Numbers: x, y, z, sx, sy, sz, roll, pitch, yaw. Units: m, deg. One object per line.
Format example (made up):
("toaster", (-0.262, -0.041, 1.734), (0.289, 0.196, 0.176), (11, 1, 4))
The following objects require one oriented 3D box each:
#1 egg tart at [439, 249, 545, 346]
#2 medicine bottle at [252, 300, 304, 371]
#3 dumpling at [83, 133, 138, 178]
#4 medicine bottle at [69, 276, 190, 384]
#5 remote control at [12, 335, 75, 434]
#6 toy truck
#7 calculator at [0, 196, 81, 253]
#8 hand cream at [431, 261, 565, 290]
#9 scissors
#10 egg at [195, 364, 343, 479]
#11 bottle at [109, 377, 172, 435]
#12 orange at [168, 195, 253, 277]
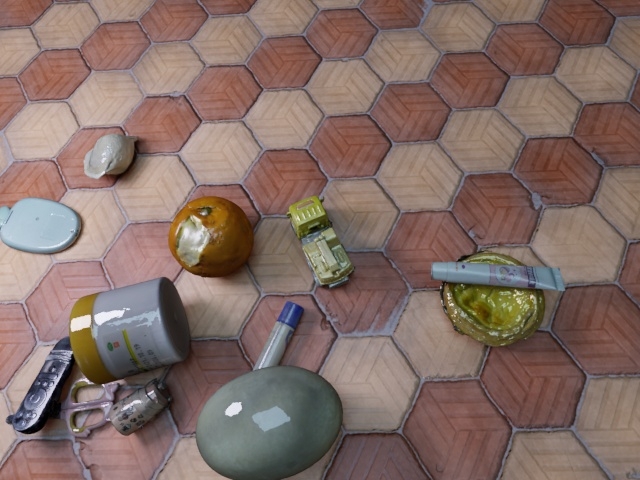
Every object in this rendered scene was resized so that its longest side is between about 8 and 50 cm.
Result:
("egg tart", (0.471, 0.161, 1.267), (0.279, 0.095, 0.278), (-3, 65, 7))
("medicine bottle", (-0.118, 0.282, 1.265), (0.059, 0.059, 0.230), (22, 71, 12))
("dumpling", (-0.703, -0.278, 1.504), (0.167, 0.126, 0.215), (-5, 69, 18))
("medicine bottle", (-0.493, 0.236, 1.210), (0.232, 0.238, 0.237), (-14, 67, -4))
("remote control", (-0.731, 0.390, 1.243), (0.090, 0.066, 0.265), (6, 52, 8))
("toy truck", (0.000, 0.000, 1.323), (0.124, 0.157, 0.272), (-22, 68, -6))
("calculator", (-0.911, -0.051, 1.459), (0.296, 0.042, 0.183), (11, 68, 7))
("hand cream", (0.466, 0.095, 1.223), (0.332, 0.058, 0.085), (5, 38, 10))
("scissors", (-0.703, 0.461, 1.245), (0.318, 0.024, 0.160), (-10, 69, 2))
("egg", (-0.120, 0.435, 1.093), (0.353, 0.258, 0.258), (-11, 67, -4))
("bottle", (-0.462, 0.434, 1.202), (0.152, 0.099, 0.098), (-34, 69, -9))
("orange", (-0.311, -0.009, 1.311), (0.240, 0.240, 0.239), (-1, 67, 3))
